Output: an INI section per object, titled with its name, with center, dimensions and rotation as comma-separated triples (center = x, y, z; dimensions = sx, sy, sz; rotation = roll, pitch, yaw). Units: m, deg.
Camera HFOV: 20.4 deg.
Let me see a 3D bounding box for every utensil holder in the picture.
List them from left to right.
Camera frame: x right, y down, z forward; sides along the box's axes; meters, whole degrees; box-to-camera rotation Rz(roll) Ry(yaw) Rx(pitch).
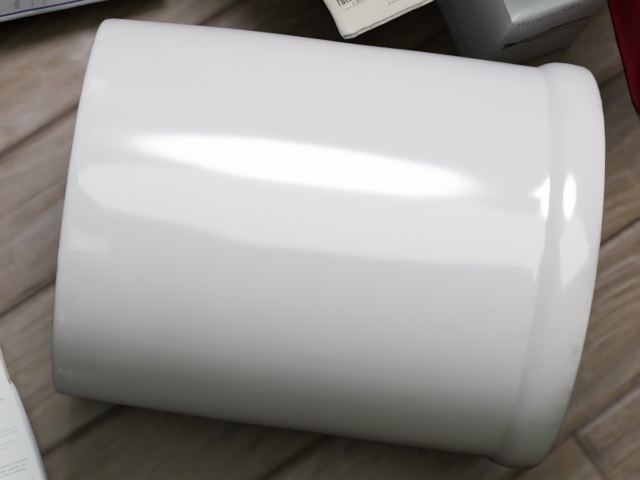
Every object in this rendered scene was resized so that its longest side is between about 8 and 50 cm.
[utensil holder]
center = 0.000, 0.000, 1.411
dimensions = 0.385, 0.327, 0.327
rotation = 7, 78, -3

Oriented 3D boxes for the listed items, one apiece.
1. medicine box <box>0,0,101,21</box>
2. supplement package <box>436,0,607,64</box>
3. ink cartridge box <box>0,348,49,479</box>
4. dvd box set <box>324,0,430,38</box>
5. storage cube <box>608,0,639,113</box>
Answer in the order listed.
[medicine box]
center = -0.267, -0.312, 1.442
dimensions = 0.289, 0.263, 0.149
rotation = -15, 64, -17
[supplement package]
center = 0.174, -0.223, 1.543
dimensions = 0.105, 0.179, 0.105
rotation = -20, 82, -9
[ink cartridge box]
center = -0.340, 0.211, 1.470
dimensions = 0.223, 0.045, 0.224
rotation = -17, 80, -10
[dvd box set]
center = 0.048, -0.390, 1.300
dimensions = 0.307, 0.062, 0.420
rotation = -23, 110, 27
[storage cube]
center = 0.369, -0.237, 1.561
dimensions = 0.184, 0.193, 0.215
rotation = -10, 79, -8
